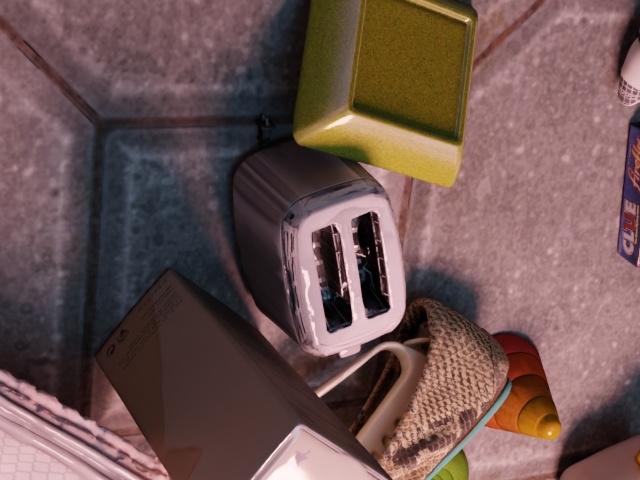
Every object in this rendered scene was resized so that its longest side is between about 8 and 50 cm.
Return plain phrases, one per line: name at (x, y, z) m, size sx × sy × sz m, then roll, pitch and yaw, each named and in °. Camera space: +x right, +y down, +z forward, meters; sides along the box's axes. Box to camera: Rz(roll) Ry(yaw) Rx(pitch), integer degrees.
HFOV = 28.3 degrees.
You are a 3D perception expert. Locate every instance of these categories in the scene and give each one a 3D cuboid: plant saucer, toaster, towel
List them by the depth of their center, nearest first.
towel at (-0.292, 0.245, 1.148) m, size 0.317 × 0.053 × 0.332 m, roll -29°, pitch 129°, yaw 31°
plant saucer at (0.075, -0.162, 1.183) m, size 0.188 × 0.045 × 0.188 m, roll 14°, pitch 78°, yaw -30°
toaster at (0.000, 0.000, 1.211) m, size 0.129 × 0.146 × 0.227 m, roll -18°, pitch 120°, yaw -19°

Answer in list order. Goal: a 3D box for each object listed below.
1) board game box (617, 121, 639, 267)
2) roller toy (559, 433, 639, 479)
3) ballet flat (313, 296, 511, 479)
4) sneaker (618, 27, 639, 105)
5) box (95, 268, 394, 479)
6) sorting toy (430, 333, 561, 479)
board game box at (0.461, -0.072, 1.469) m, size 0.243 × 0.042 × 0.165 m, roll -11°, pitch 118°, yaw -22°
roller toy at (0.391, 0.335, 1.538) m, size 0.146 × 0.191 × 0.209 m, roll -23°, pitch 97°, yaw -14°
ballet flat at (0.011, 0.259, 1.306) m, size 0.182 × 0.164 × 0.482 m, roll 42°, pitch 71°, yaw -15°
sneaker at (0.428, -0.189, 1.384) m, size 0.235 × 0.090 × 0.094 m, roll 1°, pitch 125°, yaw -23°
box at (-0.074, 0.163, 1.150) m, size 0.121 × 0.311 × 0.148 m, roll -50°, pitch 124°, yaw 1°
sorting toy at (0.152, 0.281, 1.433) m, size 0.127 × 0.126 × 0.365 m, roll 36°, pitch 93°, yaw -34°
